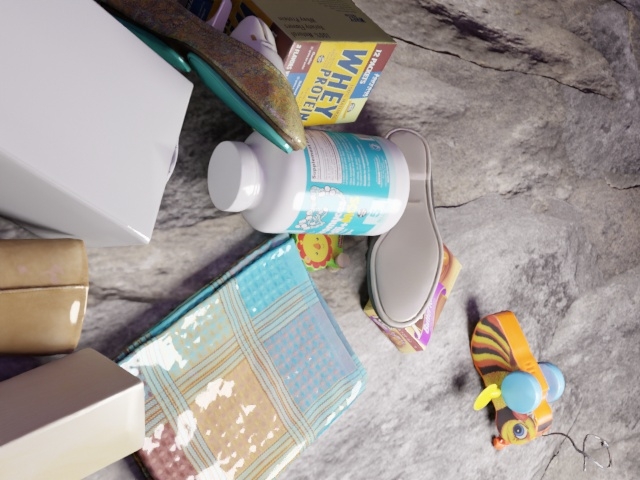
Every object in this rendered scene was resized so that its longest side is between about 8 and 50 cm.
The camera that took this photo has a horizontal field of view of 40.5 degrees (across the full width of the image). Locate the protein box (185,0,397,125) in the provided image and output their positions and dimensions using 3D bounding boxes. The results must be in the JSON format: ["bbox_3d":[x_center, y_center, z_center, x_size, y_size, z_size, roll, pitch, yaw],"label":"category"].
[{"bbox_3d":[-0.049,-0.267,1.171,0.200,0.136,0.201,-12,51,-45],"label":"protein box"}]

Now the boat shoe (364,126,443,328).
[{"bbox_3d":[0.124,-0.013,1.338,0.112,0.095,0.335,6,65,-5],"label":"boat shoe"}]

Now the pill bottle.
[{"bbox_3d":[-0.018,-0.081,1.197,0.264,0.146,0.146,1,79,-34],"label":"pill bottle"}]

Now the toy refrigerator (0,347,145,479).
[{"bbox_3d":[-0.314,0.209,0.866,0.270,0.102,0.094,-21,123,-45],"label":"toy refrigerator"}]

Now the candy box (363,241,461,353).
[{"bbox_3d":[0.151,0.075,1.397,0.109,0.053,0.186,49,49,-23],"label":"candy box"}]

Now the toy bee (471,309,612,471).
[{"bbox_3d":[0.329,0.279,1.471,0.195,0.162,0.298,14,45,-33],"label":"toy bee"}]

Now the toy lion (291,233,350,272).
[{"bbox_3d":[0.000,0.000,1.289,0.096,0.034,0.100,21,65,-30],"label":"toy lion"}]

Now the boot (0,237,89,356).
[{"bbox_3d":[-0.364,0.007,0.868,0.270,0.089,0.236,3,108,-42],"label":"boot"}]

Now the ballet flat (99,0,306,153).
[{"bbox_3d":[-0.126,-0.235,1.037,0.348,0.123,0.123,37,39,25],"label":"ballet flat"}]

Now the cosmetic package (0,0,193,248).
[{"bbox_3d":[-0.323,-0.161,0.879,0.385,0.156,0.217,41,53,-47],"label":"cosmetic package"}]

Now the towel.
[{"bbox_3d":[-0.098,0.183,1.140,0.370,0.040,0.271,-38,105,-42],"label":"towel"}]
